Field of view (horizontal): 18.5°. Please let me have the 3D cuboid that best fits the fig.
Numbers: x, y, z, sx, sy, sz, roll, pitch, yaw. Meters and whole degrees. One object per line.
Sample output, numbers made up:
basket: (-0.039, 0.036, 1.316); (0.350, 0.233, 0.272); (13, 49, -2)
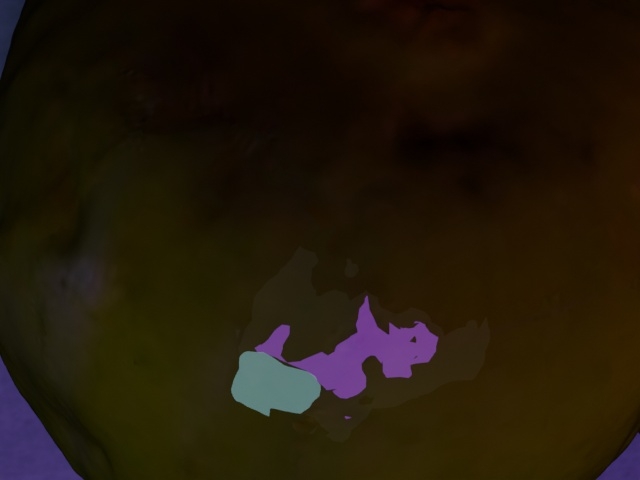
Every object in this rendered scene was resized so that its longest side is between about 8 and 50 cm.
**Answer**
fig: (0.007, 0.005, 0.880); (0.343, 0.343, 0.343); (-8, 127, -11)
